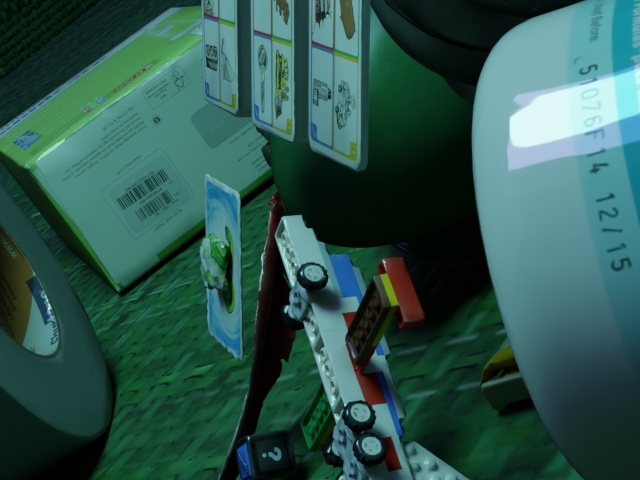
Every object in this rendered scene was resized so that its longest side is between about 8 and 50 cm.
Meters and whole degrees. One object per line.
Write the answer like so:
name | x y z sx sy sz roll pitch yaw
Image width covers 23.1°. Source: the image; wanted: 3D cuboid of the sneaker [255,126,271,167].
sneaker | 0.125 -0.139 0.944 0.343 0.134 0.146 -46 25 -7

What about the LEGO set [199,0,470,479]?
LEGO set | 0.000 0.000 0.635 0.060 0.244 0.182 -5 14 -21

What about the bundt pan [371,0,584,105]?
bundt pan | 0.159 -0.119 0.563 0.331 0.331 0.124 -14 70 50

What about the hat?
hat | -0.015 -0.030 0.736 0.183 0.208 0.173 -26 -17 -35

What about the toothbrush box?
toothbrush box | -0.139 -0.085 1.255 0.206 0.122 0.283 -38 18 -10

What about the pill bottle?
pill bottle | 0.184 -0.023 0.406 0.264 0.146 0.146 -15 23 24

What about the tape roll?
tape roll | -0.210 0.036 0.885 0.072 0.219 0.219 -31 17 8

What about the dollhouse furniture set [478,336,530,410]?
dollhouse furniture set | 0.120 0.011 0.613 0.152 0.058 0.076 -20 21 39
